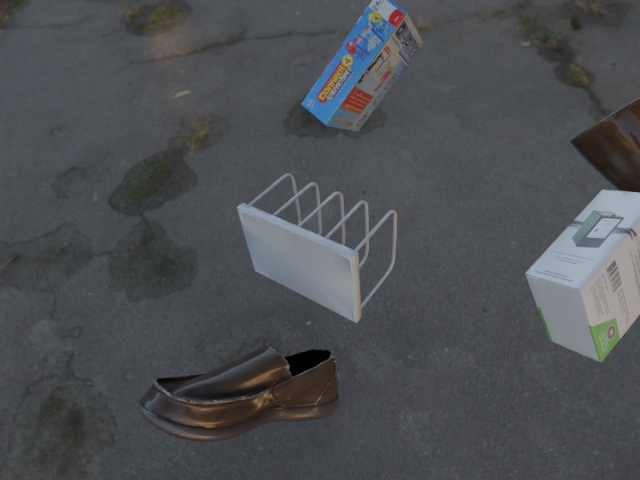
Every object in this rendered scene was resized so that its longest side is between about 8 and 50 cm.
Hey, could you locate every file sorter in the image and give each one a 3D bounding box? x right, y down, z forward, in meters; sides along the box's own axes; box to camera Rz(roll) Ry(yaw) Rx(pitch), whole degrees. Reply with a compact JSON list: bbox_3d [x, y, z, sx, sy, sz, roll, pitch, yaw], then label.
[{"bbox_3d":[0.000,0.000,0.959,0.277,0.193,0.173,23,51,28],"label":"file sorter"}]

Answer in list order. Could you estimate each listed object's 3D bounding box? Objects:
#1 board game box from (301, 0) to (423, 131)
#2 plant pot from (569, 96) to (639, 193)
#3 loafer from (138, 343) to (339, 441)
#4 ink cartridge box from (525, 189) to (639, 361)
[{"bbox_3d":[0.119,-0.436,1.180,0.086,0.302,0.308,42,20,8],"label":"board game box"},{"bbox_3d":[0.729,-0.189,1.028,0.215,0.215,0.231,-27,82,-13],"label":"plant pot"},{"bbox_3d":[-0.120,0.235,0.774,0.133,0.365,0.130,13,94,49],"label":"loafer"},{"bbox_3d":[0.550,0.061,0.889,0.273,0.198,0.114,-41,28,-17],"label":"ink cartridge box"}]
